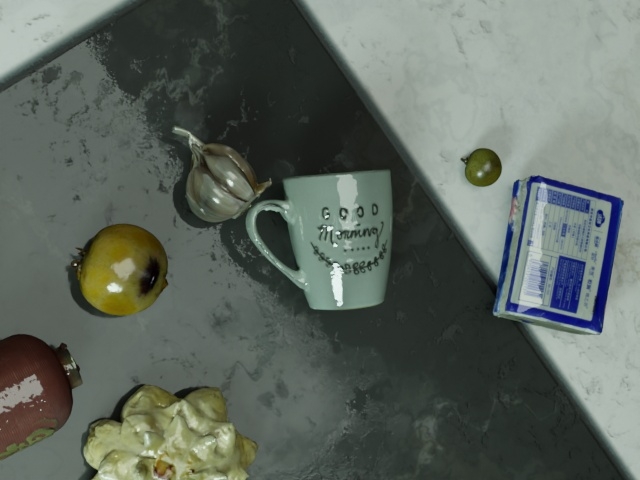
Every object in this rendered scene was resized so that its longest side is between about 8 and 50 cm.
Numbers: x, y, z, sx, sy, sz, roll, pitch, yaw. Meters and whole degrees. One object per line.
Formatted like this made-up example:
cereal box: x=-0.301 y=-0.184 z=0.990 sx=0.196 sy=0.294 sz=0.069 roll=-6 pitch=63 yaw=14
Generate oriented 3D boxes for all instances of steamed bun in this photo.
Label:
steamed bun: x=-0.232 y=0.369 z=1.732 sx=0.295 sy=0.137 sz=0.292 roll=41 pitch=70 yaw=-8

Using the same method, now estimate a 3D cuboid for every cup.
cup: x=0.000 y=0.000 z=1.830 sx=0.258 sy=0.186 sz=0.233 roll=-4 pitch=93 yaw=-18

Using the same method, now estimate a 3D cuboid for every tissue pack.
tissue pack: x=0.441 y=0.030 z=2.003 sx=0.209 sy=0.137 sz=0.269 roll=12 pitch=83 yaw=-18

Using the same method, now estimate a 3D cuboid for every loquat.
loquat: x=-0.323 y=0.047 z=1.734 sx=0.163 sy=0.137 sz=0.163 roll=-3 pitch=103 yaw=-12

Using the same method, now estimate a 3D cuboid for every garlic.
garlic: x=-0.184 y=-0.121 z=1.803 sx=0.194 sy=0.131 sz=0.127 roll=53 pitch=42 yaw=-8

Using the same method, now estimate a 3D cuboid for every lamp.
lamp: x=-0.495 y=0.249 z=1.642 sx=0.258 sy=0.180 sz=0.180 roll=-25 pitch=93 yaw=-18

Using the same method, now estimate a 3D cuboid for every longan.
longan: x=0.301 y=-0.139 z=2.011 sx=0.083 sy=0.075 sz=0.075 roll=18 pitch=74 yaw=26
